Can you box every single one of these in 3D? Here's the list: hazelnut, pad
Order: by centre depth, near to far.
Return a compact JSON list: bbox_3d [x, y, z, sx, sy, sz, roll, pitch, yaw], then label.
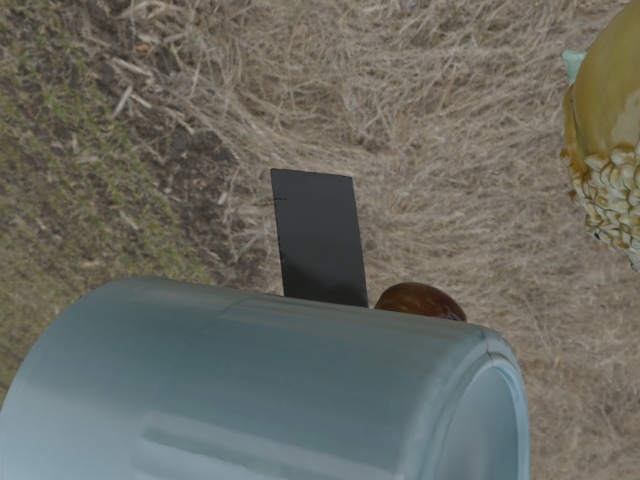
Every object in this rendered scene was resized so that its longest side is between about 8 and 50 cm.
[{"bbox_3d":[0.000,0.000,1.080,0.164,0.242,0.004,3,163,-32],"label":"pad"},{"bbox_3d":[0.196,0.205,1.400,0.218,0.218,0.233,18,110,3],"label":"hazelnut"}]

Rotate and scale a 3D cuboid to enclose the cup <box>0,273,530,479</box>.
[{"bbox_3d":[-0.041,0.194,0.465,0.311,0.331,0.257,2,152,33],"label":"cup"}]

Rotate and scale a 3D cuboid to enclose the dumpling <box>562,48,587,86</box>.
[{"bbox_3d":[0.360,-0.149,0.697,0.219,0.108,0.153,30,171,-7],"label":"dumpling"}]

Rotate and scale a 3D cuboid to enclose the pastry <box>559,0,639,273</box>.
[{"bbox_3d":[0.304,-0.046,0.427,0.316,0.184,0.284,7,141,50],"label":"pastry"}]
